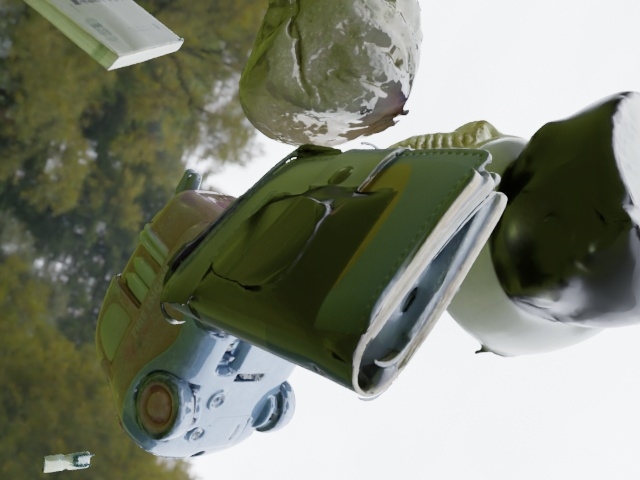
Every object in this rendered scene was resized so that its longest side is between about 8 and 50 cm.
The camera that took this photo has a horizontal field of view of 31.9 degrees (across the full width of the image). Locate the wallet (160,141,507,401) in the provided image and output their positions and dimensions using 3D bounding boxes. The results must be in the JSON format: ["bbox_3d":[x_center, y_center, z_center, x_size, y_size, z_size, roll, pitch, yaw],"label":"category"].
[{"bbox_3d":[0.000,0.000,0.705,0.170,0.069,0.231,-51,-147,-18],"label":"wallet"}]

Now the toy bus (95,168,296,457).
[{"bbox_3d":[-0.130,0.080,1.237,0.232,0.197,0.294,40,-70,33],"label":"toy bus"}]

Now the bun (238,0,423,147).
[{"bbox_3d":[0.027,-0.229,1.410,0.281,0.204,0.282,23,90,-80],"label":"bun"}]

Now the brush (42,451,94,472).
[{"bbox_3d":[-0.254,0.224,1.132,0.083,0.013,0.016,19,72,-68],"label":"brush"}]

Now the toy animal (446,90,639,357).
[{"bbox_3d":[0.245,-0.004,1.174,0.310,0.251,0.251,-35,-143,44],"label":"toy animal"}]

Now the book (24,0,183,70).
[{"bbox_3d":[-0.306,-0.302,1.300,0.025,0.282,0.215,-52,179,21],"label":"book"}]

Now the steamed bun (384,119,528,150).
[{"bbox_3d":[0.225,-0.020,1.495,0.276,0.289,0.203,-75,153,-53],"label":"steamed bun"}]
